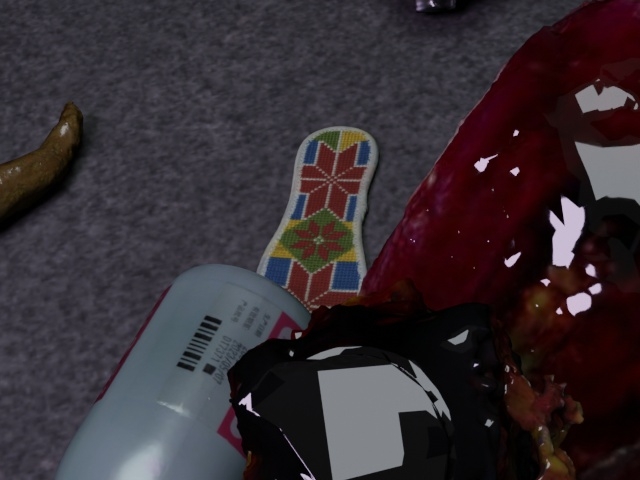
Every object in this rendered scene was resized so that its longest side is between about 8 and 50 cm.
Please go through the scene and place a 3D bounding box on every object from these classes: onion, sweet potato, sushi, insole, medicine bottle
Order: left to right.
[{"bbox_3d":[-0.191,-0.033,0.864,0.041,0.038,0.153,41,59,11],"label":"sweet potato"},{"bbox_3d":[-0.077,0.115,0.669,0.090,0.090,0.217,13,51,20],"label":"medicine bottle"},{"bbox_3d":[0.000,0.000,0.823,0.065,0.006,0.193,2,48,11],"label":"insole"},{"bbox_3d":[0.030,0.101,0.588,0.153,0.150,0.172,13,71,20],"label":"sushi"},{"bbox_3d":[0.199,-0.021,0.720,0.280,0.146,0.314,31,55,30],"label":"onion"}]

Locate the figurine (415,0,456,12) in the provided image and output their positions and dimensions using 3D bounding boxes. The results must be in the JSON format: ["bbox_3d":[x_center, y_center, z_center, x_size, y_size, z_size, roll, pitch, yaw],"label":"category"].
[{"bbox_3d":[0.118,-0.236,0.957,0.250,0.166,0.141,-12,68,-20],"label":"figurine"}]
